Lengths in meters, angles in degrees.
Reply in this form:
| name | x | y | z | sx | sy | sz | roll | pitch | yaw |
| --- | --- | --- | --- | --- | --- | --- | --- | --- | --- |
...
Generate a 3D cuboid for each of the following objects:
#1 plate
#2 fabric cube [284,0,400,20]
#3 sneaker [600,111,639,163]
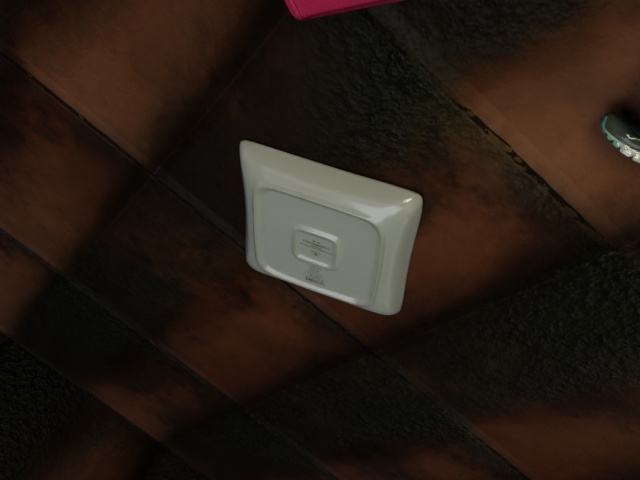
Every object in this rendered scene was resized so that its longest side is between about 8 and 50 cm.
| name | x | y | z | sx | sy | sz | roll | pitch | yaw |
| --- | --- | --- | --- | --- | --- | --- | --- | --- | --- |
| plate | 0.000 | 0.000 | 1.051 | 0.277 | 0.045 | 0.278 | 18 | 140 | 13 |
| fabric cube | 0.096 | -0.331 | 0.463 | 0.258 | 0.259 | 0.254 | 0 | 132 | 30 |
| sneaker | 0.372 | -0.107 | 0.708 | 0.167 | 0.065 | 0.076 | 21 | 124 | 5 |
